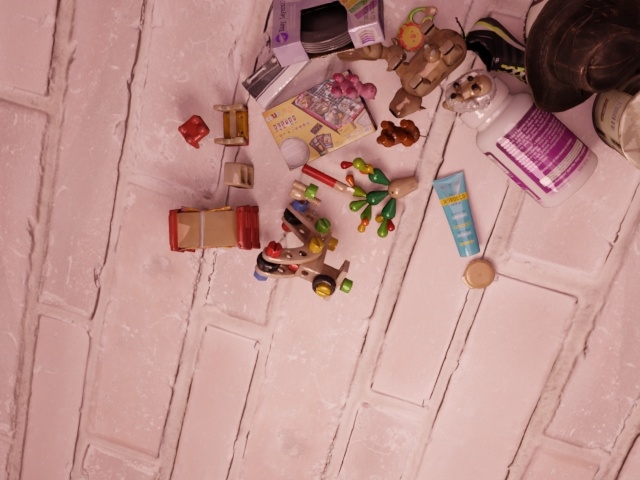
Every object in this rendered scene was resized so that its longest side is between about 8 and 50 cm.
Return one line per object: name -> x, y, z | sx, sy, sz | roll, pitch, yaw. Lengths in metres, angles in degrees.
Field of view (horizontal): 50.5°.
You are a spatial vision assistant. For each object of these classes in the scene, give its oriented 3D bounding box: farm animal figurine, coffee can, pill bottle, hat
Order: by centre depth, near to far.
hat -> 0.583, -0.397, 1.395 | 0.331, 0.134, 0.331 | -17, 125, -25
coffee can -> 0.708, -0.257, 1.437 | 0.202, 0.275, 0.201 | 3, 109, 10
farm animal figurine -> 0.195, -0.374, 1.536 | 0.327, 0.172, 0.330 | -29, 76, 22
pill bottle -> 0.467, -0.229, 1.550 | 0.301, 0.169, 0.169 | 42, 110, -5

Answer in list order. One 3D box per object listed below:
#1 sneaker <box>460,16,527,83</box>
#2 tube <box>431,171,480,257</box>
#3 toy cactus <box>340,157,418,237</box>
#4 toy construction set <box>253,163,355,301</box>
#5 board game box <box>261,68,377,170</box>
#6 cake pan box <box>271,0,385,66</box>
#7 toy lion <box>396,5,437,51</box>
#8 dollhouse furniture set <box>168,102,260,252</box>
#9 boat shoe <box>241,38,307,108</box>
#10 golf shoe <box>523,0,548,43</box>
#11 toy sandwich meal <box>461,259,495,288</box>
sneaker -> 0.417, -0.401, 1.535 | 0.235, 0.084, 0.097 | 40, 73, 6
tube -> 0.347, -0.062, 1.697 | 0.080, 0.052, 0.207 | -18, 97, 6
toy cactus -> 0.154, -0.118, 1.693 | 0.181, 0.112, 0.219 | -20, 94, 7
toy construction set -> 0.000, 0.000, 1.678 | 0.237, 0.257, 0.308 | 26, 107, 0
board game box -> -0.002, -0.297, 1.686 | 0.243, 0.042, 0.165 | -23, 102, 17
cake pan box -> 0.015, -0.519, 1.510 | 0.246, 0.266, 0.070 | -10, 149, 18
toy lion -> 0.226, -0.493, 1.587 | 0.096, 0.034, 0.100 | 1, 109, 19
dollhouse furniture set -> -0.271, -0.154, 1.753 | 0.201, 0.152, 0.374 | -1, 90, 12
boat shoe -> -0.071, -0.453, 1.621 | 0.102, 0.108, 0.301 | 45, 117, -7
golf shoe -> 0.538, -0.533, 1.465 | 0.105, 0.120, 0.273 | 33, 112, -2
toy sandwich meal -> 0.406, 0.087, 1.741 | 0.086, 0.029, 0.085 | 2, 104, 8
